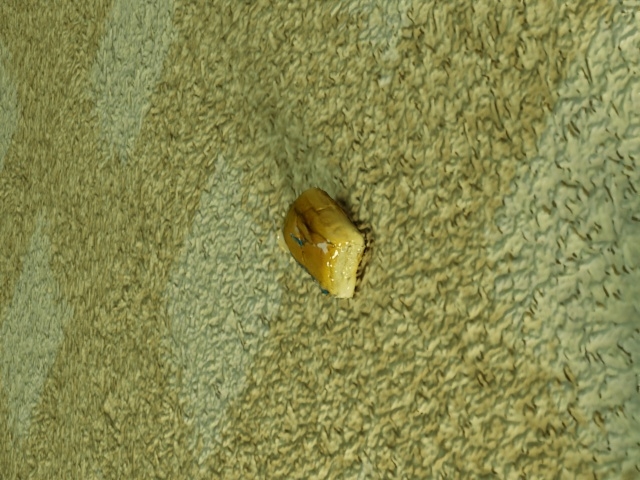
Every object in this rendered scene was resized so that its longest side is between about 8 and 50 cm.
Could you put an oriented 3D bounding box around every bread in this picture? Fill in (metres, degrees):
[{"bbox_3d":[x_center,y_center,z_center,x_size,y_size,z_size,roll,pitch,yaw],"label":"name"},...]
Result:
[{"bbox_3d":[0.000,0.000,1.437,0.106,0.053,0.072,49,129,51],"label":"bread"}]
